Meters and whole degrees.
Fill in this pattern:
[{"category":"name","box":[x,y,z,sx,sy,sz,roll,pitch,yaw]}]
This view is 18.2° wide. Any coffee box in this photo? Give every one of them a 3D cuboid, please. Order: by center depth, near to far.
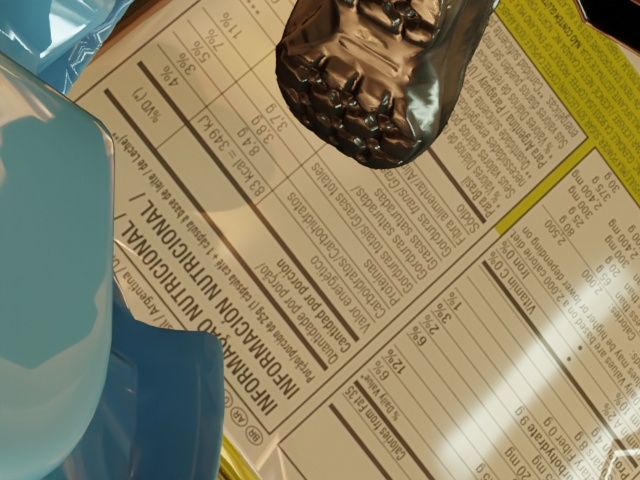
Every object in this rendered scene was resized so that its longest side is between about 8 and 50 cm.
[{"category":"coffee box","box":[0.000,0.000,1.082,0.334,0.338,0.338,-43,-168,-21]}]

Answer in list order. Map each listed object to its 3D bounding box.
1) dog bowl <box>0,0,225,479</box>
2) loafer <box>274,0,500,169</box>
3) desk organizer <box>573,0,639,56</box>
[{"category":"dog bowl","box":[-0.098,-0.047,0.430,0.074,0.166,0.297,-20,-124,27]},{"category":"loafer","box":[0.034,-0.093,0.748,0.078,0.076,0.223,-54,174,-21]},{"category":"desk organizer","box":[0.072,-0.101,0.582,0.130,0.047,0.050,37,-97,30]}]
